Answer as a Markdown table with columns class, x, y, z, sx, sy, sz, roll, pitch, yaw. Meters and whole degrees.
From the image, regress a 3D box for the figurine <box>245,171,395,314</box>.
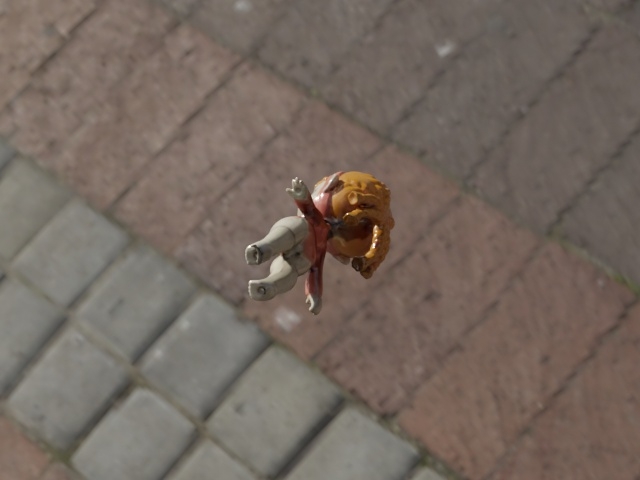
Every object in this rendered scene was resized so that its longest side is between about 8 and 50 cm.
| class | x | y | z | sx | sy | sz | roll | pitch | yaw |
| --- | --- | --- | --- | --- | --- | --- | --- | --- | --- |
| figurine | 0.000 | 0.000 | 0.817 | 0.047 | 0.064 | 0.109 | 4 | 19 | 26 |
